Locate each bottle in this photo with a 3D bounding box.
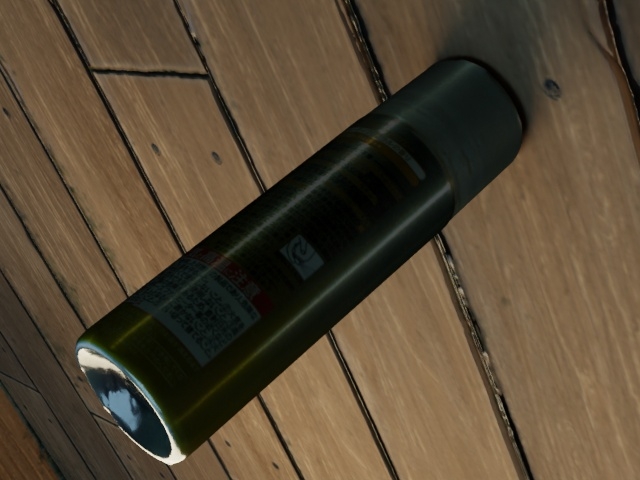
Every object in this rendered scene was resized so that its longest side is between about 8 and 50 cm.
[{"bbox_3d":[0.000,0.000,0.603,0.082,0.286,0.082,35,148,26],"label":"bottle"}]
